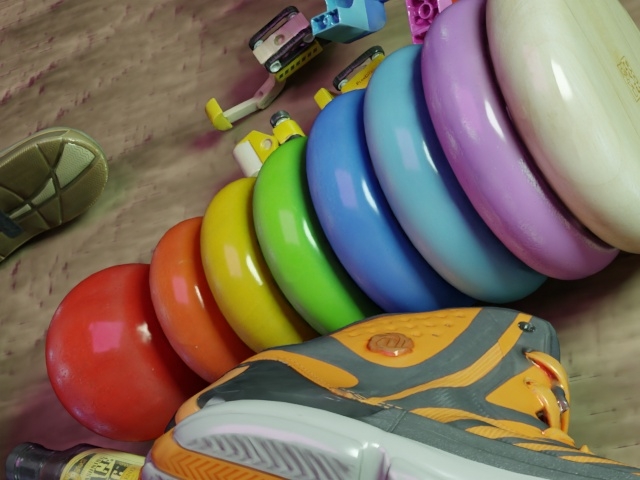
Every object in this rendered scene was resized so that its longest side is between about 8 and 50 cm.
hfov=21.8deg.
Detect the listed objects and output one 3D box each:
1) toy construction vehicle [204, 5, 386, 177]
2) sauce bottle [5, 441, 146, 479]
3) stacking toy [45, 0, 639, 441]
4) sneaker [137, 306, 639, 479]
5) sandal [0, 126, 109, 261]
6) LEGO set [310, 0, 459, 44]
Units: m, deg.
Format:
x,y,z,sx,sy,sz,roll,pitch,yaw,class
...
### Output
x,y,z,sx,sy,sz,roll,pitch,yaw,class
-0.008,-0.076,0.886,0.098,0.035,0.086,-41,55,7,toy construction vehicle
-0.108,0.125,0.834,0.128,0.042,0.042,4,68,38,sauce bottle
0.000,0.000,0.773,0.330,0.141,0.141,-27,52,27,stacking toy
0.104,0.100,0.637,0.321,0.180,0.125,20,113,10,sneaker
-0.199,-0.025,0.972,0.180,0.072,0.049,-24,38,22,sandal
0.040,-0.178,0.862,0.087,0.093,0.227,-19,73,37,LEGO set
